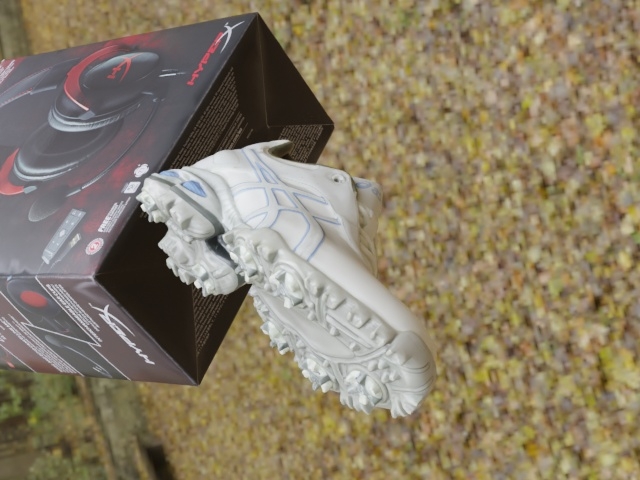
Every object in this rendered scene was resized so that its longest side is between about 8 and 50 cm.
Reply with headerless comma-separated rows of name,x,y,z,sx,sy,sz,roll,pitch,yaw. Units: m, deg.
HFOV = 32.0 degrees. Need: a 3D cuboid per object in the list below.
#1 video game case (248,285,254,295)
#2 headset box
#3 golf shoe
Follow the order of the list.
video game case,-0.096,-0.001,1.042,0.166,0.015,0.119,47,166,-20
headset box,-0.168,-0.026,0.757,0.293,0.218,0.110,-1,140,38
golf shoe,0.000,0.000,0.448,0.176,0.086,0.069,36,150,44
